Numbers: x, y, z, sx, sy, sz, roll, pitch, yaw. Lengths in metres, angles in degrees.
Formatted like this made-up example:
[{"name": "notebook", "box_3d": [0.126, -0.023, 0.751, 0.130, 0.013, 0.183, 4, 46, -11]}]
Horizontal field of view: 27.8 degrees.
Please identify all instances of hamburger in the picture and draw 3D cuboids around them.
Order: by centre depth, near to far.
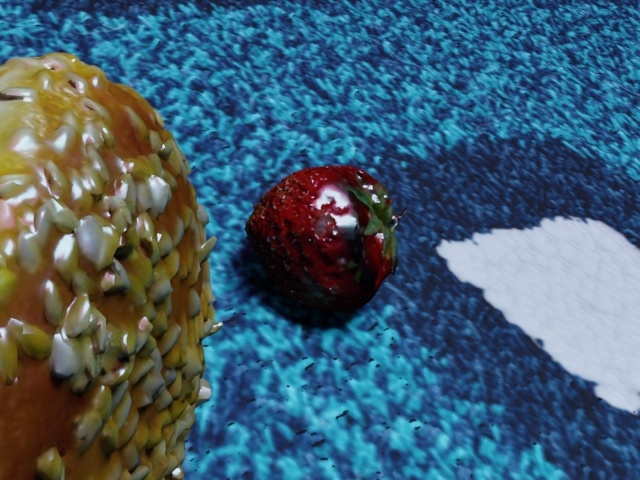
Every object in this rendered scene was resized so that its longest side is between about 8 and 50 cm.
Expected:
[{"name": "hamburger", "box_3d": [-0.160, 0.047, 0.491, 0.225, 0.291, 0.291, 13, 30, 5]}]

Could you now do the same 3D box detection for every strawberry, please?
[{"name": "strawberry", "box_3d": [-0.001, 0.000, 0.845, 0.106, 0.106, 0.106, 15, 31, -9]}]
